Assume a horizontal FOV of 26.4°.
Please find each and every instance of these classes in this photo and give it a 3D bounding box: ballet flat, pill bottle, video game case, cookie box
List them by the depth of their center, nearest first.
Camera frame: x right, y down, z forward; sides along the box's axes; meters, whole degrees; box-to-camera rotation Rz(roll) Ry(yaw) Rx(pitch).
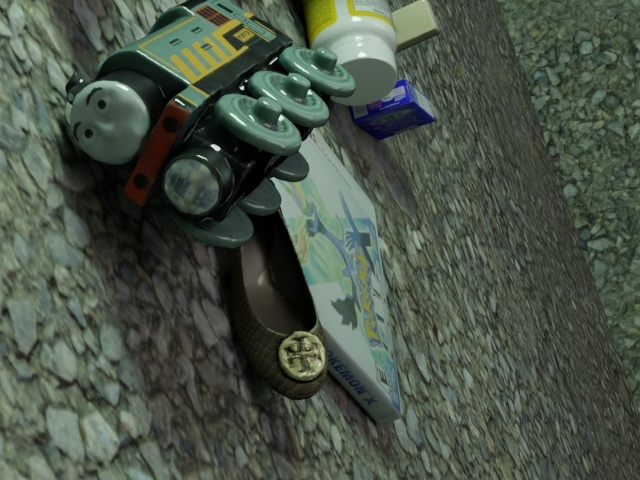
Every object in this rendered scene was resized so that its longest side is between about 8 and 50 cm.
[{"bbox_3d":[-0.046,0.030,1.292,0.084,0.058,0.250,-1,61,-31],"label":"ballet flat"},{"bbox_3d":[0.000,0.000,1.540,0.300,0.036,0.329,50,26,-43],"label":"video game case"},{"bbox_3d":[0.039,-0.293,1.852,0.119,0.119,0.209,44,30,-51],"label":"pill bottle"},{"bbox_3d":[0.102,-0.186,1.958,0.107,0.091,0.040,26,49,-65],"label":"cookie box"}]

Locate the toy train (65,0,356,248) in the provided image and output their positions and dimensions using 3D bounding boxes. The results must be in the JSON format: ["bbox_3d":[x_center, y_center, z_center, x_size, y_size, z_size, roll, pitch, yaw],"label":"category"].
[{"bbox_3d":[-0.096,-0.116,1.204,0.190,0.142,0.334,31,26,3],"label":"toy train"}]

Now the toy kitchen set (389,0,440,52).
[{"bbox_3d":[0.114,-0.395,2.178,0.166,0.122,0.207,0,69,-71],"label":"toy kitchen set"}]
